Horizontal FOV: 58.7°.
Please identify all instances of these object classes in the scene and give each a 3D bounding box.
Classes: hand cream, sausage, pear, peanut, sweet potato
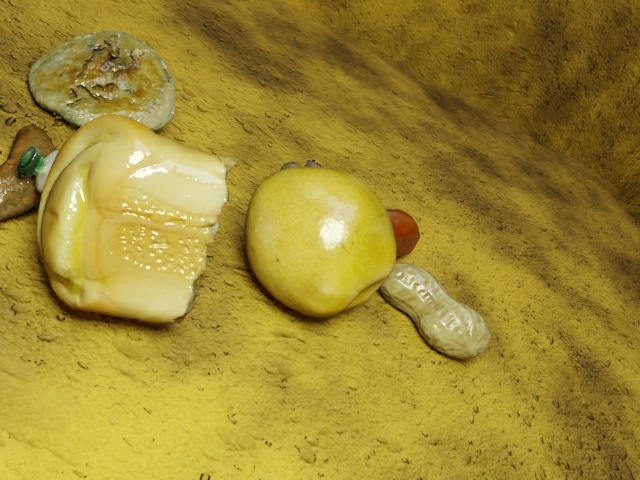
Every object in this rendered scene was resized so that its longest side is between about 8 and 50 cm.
[{"bbox_3d":[-0.382,-0.070,1.045,0.336,0.076,0.121,33,35,-46],"label":"hand cream"},{"bbox_3d":[0.153,-0.011,1.430,0.258,0.133,0.133,-18,59,-46],"label":"sausage"},{"bbox_3d":[0.000,0.000,1.149,0.314,0.314,0.314,22,35,-17],"label":"pear"},{"bbox_3d":[0.252,0.157,1.306,0.298,0.120,0.136,43,30,18],"label":"peanut"},{"bbox_3d":[-0.536,-0.104,1.007,0.114,0.092,0.341,1,39,-2],"label":"sweet potato"}]

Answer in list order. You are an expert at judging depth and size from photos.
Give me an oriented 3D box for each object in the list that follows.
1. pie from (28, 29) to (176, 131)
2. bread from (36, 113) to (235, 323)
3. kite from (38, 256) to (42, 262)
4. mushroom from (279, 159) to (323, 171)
[{"bbox_3d":[-0.497,-0.364,1.315,0.339,0.077,0.339,7,54,-10],"label":"pie"},{"bbox_3d":[-0.309,-0.031,0.924,0.270,0.316,0.211,14,3,-26],"label":"bread"},{"bbox_3d":[-0.409,0.044,0.995,0.156,0.011,0.139,10,37,-33],"label":"kite"},{"bbox_3d":[-0.023,-0.105,1.397,0.188,0.141,0.117,21,57,-13],"label":"mushroom"}]
